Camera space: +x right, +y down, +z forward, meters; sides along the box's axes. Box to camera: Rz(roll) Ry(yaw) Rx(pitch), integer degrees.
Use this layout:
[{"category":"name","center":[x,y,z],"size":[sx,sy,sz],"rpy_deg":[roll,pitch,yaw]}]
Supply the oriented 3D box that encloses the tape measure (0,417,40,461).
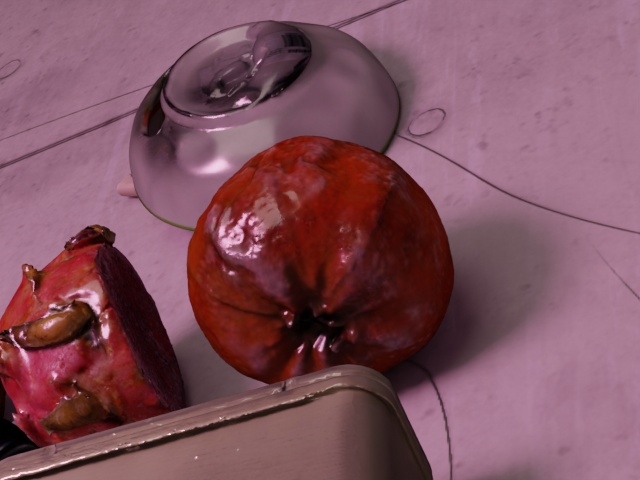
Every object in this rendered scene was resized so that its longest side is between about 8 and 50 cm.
[{"category":"tape measure","center":[-0.341,0.248,1.495],"size":[0.107,0.182,0.181],"rpy_deg":[22,48,17]}]

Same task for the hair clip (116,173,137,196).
[{"category":"hair clip","center":[-0.151,-0.086,1.914],"size":[0.226,0.034,0.072],"rpy_deg":[-22,34,19]}]

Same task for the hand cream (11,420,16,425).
[{"category":"hand cream","center":[-0.358,0.252,1.618],"size":[0.255,0.048,0.079],"rpy_deg":[-36,76,-9]}]

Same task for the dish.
[{"category":"dish","center":[-0.082,-0.162,1.811],"size":[0.324,0.124,0.324],"rpy_deg":[-13,39,11]}]

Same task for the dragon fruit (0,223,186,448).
[{"category":"dragon fruit","center":[-0.225,0.125,1.533],"size":[0.147,0.211,0.282],"rpy_deg":[-23,70,6]}]

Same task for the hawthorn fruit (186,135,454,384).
[{"category":"hawthorn fruit","center":[0.000,0.000,1.476],"size":[0.242,0.242,0.271],"rpy_deg":[-21,34,20]}]

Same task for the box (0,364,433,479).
[{"category":"box","center":[-0.090,0.296,1.180],"size":[0.352,0.177,0.344],"rpy_deg":[-16,36,12]}]

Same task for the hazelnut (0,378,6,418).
[{"category":"hazelnut","center":[-0.425,0.144,1.679],"size":[0.208,0.208,0.208],"rpy_deg":[-23,33,16]}]
